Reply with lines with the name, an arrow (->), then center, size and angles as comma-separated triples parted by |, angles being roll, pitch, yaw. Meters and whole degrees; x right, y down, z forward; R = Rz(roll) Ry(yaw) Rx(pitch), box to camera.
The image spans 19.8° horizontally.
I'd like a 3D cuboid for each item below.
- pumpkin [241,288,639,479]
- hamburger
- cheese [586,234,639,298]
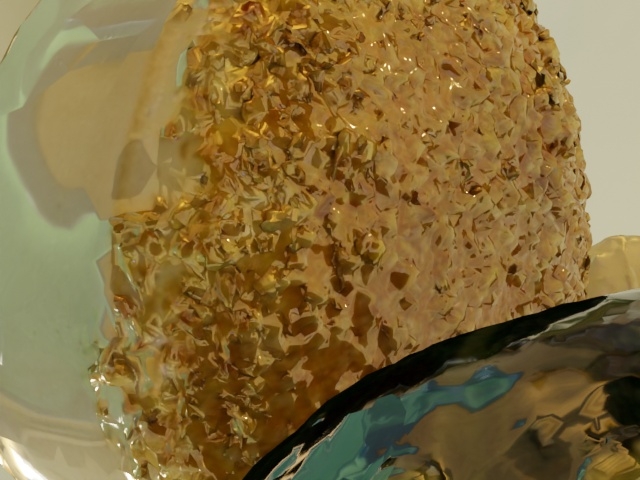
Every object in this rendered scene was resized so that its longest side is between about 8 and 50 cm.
pumpkin -> 0.090, 0.136, 0.476 | 0.300, 0.300, 0.207 | -36, -130, 48
hamburger -> 0.000, 0.000, 0.701 | 0.179, 0.276, 0.294 | 1, -144, 29
cheese -> 0.150, 0.107, 0.869 | 0.163, 0.070, 0.249 | 79, 5, -70
